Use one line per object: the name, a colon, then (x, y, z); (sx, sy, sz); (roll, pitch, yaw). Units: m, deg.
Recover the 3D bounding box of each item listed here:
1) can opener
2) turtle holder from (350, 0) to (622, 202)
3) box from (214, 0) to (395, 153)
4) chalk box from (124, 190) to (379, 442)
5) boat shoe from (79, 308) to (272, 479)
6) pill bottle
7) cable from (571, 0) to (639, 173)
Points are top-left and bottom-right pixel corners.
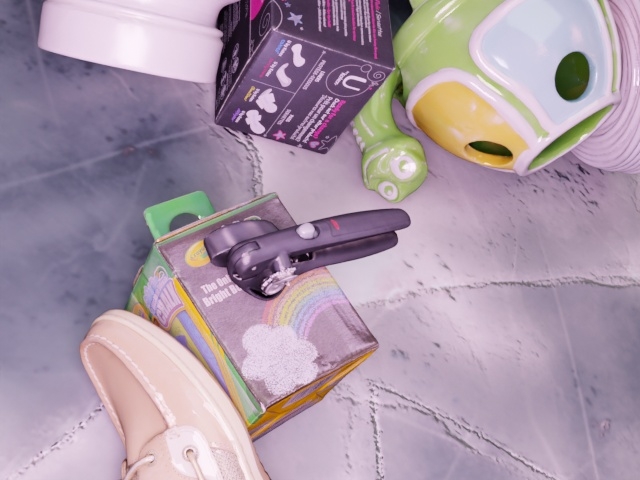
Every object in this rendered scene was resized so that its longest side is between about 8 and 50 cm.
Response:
can opener: (0.000, 0.000, 0.722); (0.186, 0.059, 0.073); (-12, 65, -31)
turtle holder: (0.190, -0.190, 0.991); (0.320, 0.243, 0.227); (-24, 73, -36)
box: (-0.022, -0.247, 0.974); (0.142, 0.163, 0.247); (13, 55, -23)
chalk box: (-0.078, 0.056, 0.773); (0.132, 0.132, 0.213); (-24, 72, -35)
boat shoe: (-0.106, 0.191, 0.689); (0.098, 0.109, 0.302); (-30, 82, -38)
pill bottle: (-0.146, -0.365, 0.834); (0.229, 0.229, 0.408); (8, 100, -22)
cable: (0.364, -0.208, 1.088); (0.089, 0.257, 0.257); (-7, 70, -16)
